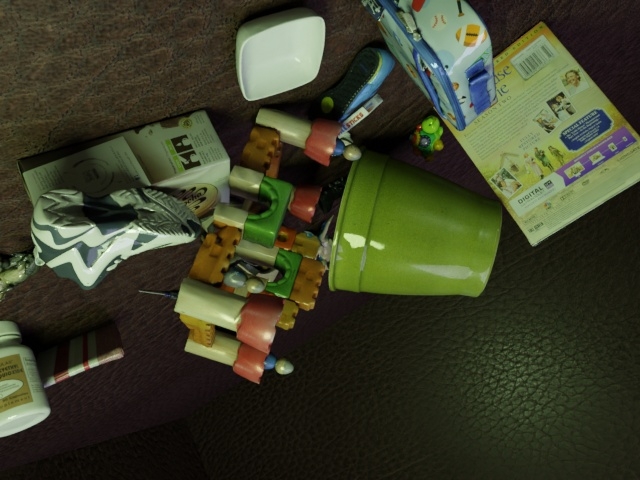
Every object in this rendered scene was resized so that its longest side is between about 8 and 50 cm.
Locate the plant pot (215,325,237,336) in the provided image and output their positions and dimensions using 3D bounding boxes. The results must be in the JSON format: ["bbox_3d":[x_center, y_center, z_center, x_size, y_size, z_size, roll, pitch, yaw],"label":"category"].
[{"bbox_3d":[-0.322,0.254,1.640,0.215,0.216,0.230,-14,171,-37],"label":"plant pot"}]

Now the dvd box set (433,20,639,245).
[{"bbox_3d":[0.503,-0.243,1.168,0.307,0.421,0.062,-37,163,21],"label":"dvd box set"}]

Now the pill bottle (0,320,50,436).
[{"bbox_3d":[-0.701,0.303,1.124,0.131,0.229,0.131,-26,161,-10],"label":"pill bottle"}]

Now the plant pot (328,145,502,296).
[{"bbox_3d":[0.237,-0.016,1.233,0.352,0.367,0.366,12,163,9],"label":"plant pot"}]

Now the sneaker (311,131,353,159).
[{"bbox_3d":[0.026,-0.209,1.152,0.109,0.044,0.040,-26,163,-5],"label":"sneaker"}]

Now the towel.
[{"bbox_3d":[-0.681,0.322,1.307,0.328,0.037,0.237,-22,-164,-21],"label":"towel"}]

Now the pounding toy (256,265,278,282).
[{"bbox_3d":[-0.258,0.093,1.481,0.269,0.154,0.154,-16,131,-58],"label":"pounding toy"}]

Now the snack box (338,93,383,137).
[{"bbox_3d":[0.052,-0.237,1.042,0.178,0.022,0.064,-29,-164,50],"label":"snack box"}]

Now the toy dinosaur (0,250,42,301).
[{"bbox_3d":[-0.552,0.044,0.939,0.268,0.064,0.118,-32,176,5],"label":"toy dinosaur"}]

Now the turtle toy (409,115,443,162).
[{"bbox_3d":[0.273,-0.269,1.303,0.066,0.095,0.130,2,150,-19],"label":"turtle toy"}]

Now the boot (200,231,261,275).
[{"bbox_3d":[-0.263,0.076,1.299,0.137,0.077,0.198,-44,129,7],"label":"boot"}]

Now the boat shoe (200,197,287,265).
[{"bbox_3d":[-0.170,0.004,1.277,0.132,0.130,0.355,-35,161,16],"label":"boat shoe"}]

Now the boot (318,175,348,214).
[{"bbox_3d":[0.041,-0.124,1.396,0.099,0.045,0.121,-31,161,-6],"label":"boot"}]

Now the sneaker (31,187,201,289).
[{"bbox_3d":[-0.310,0.004,0.759,0.234,0.094,0.153,-6,149,-45],"label":"sneaker"}]

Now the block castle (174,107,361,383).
[{"bbox_3d":[-0.082,0.013,0.941,0.212,0.454,0.303,18,150,-2],"label":"block castle"}]

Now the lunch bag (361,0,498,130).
[{"bbox_3d":[0.184,-0.309,0.808,0.114,0.243,0.303,-35,161,16],"label":"lunch bag"}]

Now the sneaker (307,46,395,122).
[{"bbox_3d":[0.062,-0.280,0.979,0.209,0.069,0.082,-42,161,33],"label":"sneaker"}]

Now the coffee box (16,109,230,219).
[{"bbox_3d":[-0.312,-0.088,0.850,0.297,0.119,0.168,-22,160,-21],"label":"coffee box"}]

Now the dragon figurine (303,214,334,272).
[{"bbox_3d":[0.000,0.000,1.586,0.085,0.144,0.289,-24,142,-10],"label":"dragon figurine"}]

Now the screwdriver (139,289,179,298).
[{"bbox_3d":[-0.453,0.151,1.430,0.025,0.024,0.169,-6,167,30],"label":"screwdriver"}]

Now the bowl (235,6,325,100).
[{"bbox_3d":[-0.069,-0.293,0.778,0.141,0.053,0.142,-24,162,-16],"label":"bowl"}]
